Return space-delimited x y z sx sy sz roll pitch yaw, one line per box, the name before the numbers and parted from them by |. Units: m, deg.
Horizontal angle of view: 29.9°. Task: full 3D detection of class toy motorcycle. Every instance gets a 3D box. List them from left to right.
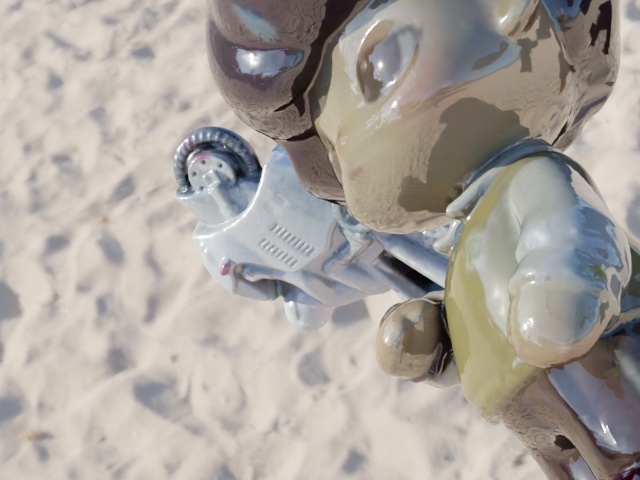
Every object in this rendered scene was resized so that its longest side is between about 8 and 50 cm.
toy motorcycle | 0.000 0.000 0.982 0.260 0.171 0.110 14 31 7

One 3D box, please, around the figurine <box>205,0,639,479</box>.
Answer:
figurine | 0.052 -0.035 0.541 0.206 0.218 0.365 -10 65 6
